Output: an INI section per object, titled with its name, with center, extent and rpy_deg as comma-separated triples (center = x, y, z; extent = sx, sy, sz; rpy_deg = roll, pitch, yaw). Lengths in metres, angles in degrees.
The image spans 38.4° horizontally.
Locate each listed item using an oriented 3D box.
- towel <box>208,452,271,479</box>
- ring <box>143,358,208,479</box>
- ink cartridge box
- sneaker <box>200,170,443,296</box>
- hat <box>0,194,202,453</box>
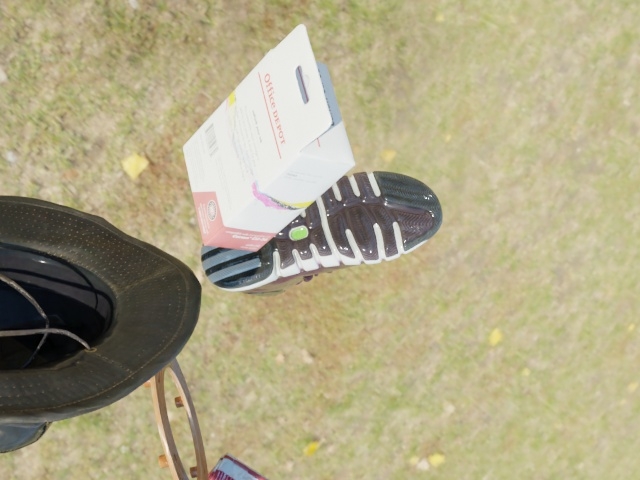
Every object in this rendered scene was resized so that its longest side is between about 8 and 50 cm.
[towel]
center = -0.186, 0.625, 1.835
extent = 0.329, 0.237, 0.037
rpy_deg = -57, -174, -10
[ring]
center = -0.261, 0.340, 1.659
extent = 0.032, 0.337, 0.337
rpy_deg = -15, 139, 0
[ink cartridge box]
center = -0.040, -0.088, 0.830
extent = 0.067, 0.115, 0.198
rpy_deg = 8, 147, -39
[sneaker]
center = 0.000, 0.000, 1.103
extent = 0.281, 0.107, 0.162
rpy_deg = -12, 168, -4
[hat]
center = -0.264, 0.091, 0.770
extent = 0.331, 0.331, 0.134
rpy_deg = -14, 126, -41
